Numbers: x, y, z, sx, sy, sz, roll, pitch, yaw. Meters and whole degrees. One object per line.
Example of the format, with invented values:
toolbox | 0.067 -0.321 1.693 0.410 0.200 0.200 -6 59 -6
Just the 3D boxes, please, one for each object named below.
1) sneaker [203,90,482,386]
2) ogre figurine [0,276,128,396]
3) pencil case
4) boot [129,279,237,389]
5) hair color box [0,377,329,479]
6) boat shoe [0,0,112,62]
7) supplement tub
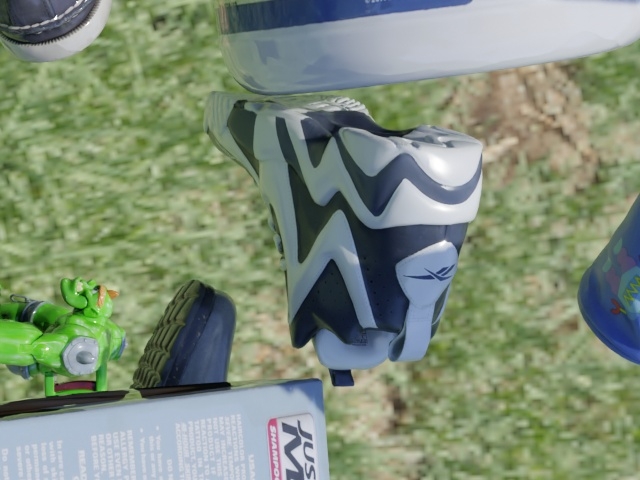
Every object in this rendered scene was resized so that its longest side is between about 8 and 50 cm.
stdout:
sneaker | 0.000 0.000 0.981 0.094 0.235 0.153 -2 104 -39
ogre figurine | -0.215 0.074 1.325 0.197 0.118 0.096 89 12 -73
pencil case | 0.315 -0.020 1.325 0.119 0.306 0.133 -25 66 -37
boot | -0.037 0.154 0.957 0.161 0.083 0.246 13 91 -13
hair color box | -0.166 0.127 0.717 0.374 0.185 0.113 1 84 -59
boat shoe | -0.126 -0.178 0.772 0.065 0.075 0.206 67 15 -57
supplement tub | 0.044 -0.250 0.906 0.235 0.235 0.324 -16 101 -50
